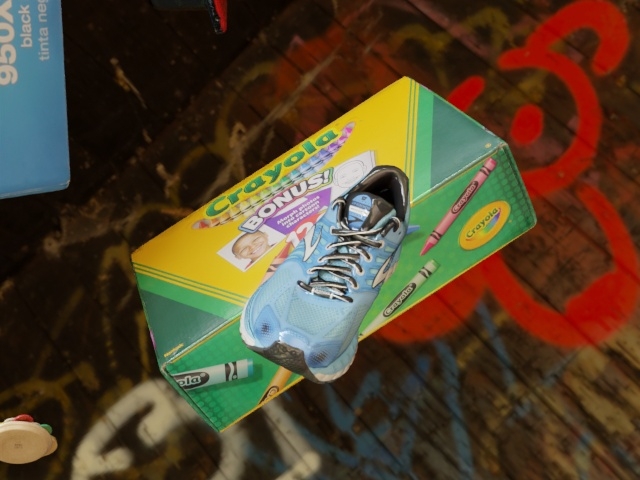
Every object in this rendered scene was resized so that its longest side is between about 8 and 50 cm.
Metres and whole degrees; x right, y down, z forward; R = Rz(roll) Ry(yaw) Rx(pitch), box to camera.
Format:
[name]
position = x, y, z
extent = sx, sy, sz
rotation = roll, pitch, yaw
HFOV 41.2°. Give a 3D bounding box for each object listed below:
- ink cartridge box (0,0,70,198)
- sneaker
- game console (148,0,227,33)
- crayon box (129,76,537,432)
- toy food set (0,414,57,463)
[ink cartridge box]
position = -0.398, -0.100, 0.502
extent = 0.395, 0.285, 0.166
rotation = -18, -64, -50
[sneaker]
position = 0.008, 0.007, 0.450
extent = 0.162, 0.063, 0.073
rotation = -58, -10, -53
[game console]
position = -0.144, -0.271, 0.795
extent = 0.085, 0.124, 0.144
rotation = -12, -55, 3
[crayon box]
position = 0.000, 0.000, 0.652
extent = 0.278, 0.165, 0.081
rotation = -33, -57, -2
[toy food set]
position = -0.372, 0.246, 1.052
extent = 0.083, 0.020, 0.083
rotation = -8, -48, -4
